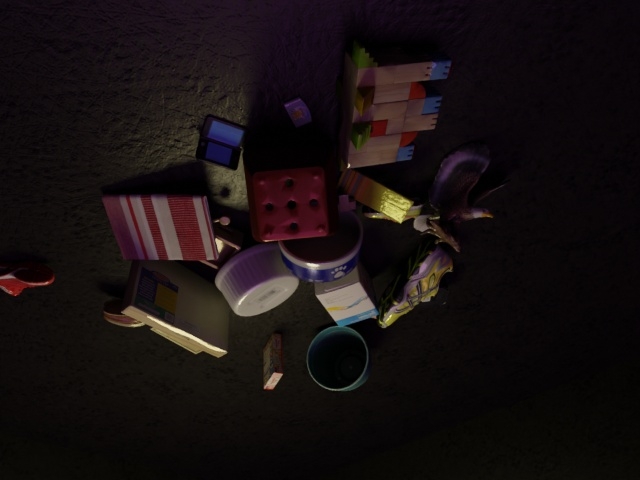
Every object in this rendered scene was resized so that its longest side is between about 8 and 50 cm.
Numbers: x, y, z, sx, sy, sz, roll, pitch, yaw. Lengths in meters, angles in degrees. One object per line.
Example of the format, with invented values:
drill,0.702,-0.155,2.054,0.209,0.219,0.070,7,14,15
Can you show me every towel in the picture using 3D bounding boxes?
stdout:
towel,0.166,-0.143,1.486,0.237,0.021,0.102,28,136,3
towel,-0.491,-0.043,1.494,0.329,0.037,0.237,1,123,8

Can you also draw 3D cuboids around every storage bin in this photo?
storage bin,0.408,0.202,1.916,0.180,0.084,0.122,-5,137,-1

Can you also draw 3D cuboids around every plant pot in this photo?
plant pot,-0.078,-0.120,1.318,0.267,0.236,0.267,-5,104,-2
plant pot,0.109,0.543,2.128,0.272,0.271,0.255,-18,150,11

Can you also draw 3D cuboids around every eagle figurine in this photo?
eagle figurine,0.447,-0.123,1.506,0.225,0.298,0.226,24,166,7

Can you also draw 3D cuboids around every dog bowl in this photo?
dog bowl,0.000,0.000,1.513,0.265,0.264,0.104,-5,139,-2

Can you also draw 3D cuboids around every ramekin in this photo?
ramekin,-0.208,0.141,1.651,0.277,0.135,0.277,-26,154,-14

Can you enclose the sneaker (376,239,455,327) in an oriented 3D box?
sneaker,0.346,0.187,1.772,0.147,0.145,0.384,30,111,-14

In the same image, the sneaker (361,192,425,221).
sneaker,0.239,-0.092,1.581,0.209,0.081,0.094,-4,139,-3

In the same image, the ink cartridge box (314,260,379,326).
ink cartridge box,0.094,0.173,1.779,0.168,0.171,0.232,-20,136,13

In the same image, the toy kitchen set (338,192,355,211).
toy kitchen set,0.063,-0.139,1.512,0.083,0.075,0.068,-9,137,-3

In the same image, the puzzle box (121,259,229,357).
puzzle box,-0.484,0.212,1.674,0.052,0.272,0.409,-32,131,23

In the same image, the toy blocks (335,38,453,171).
toy blocks,0.190,-0.346,1.255,0.261,0.190,0.381,-10,138,-14

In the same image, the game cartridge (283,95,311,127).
game cartridge,-0.058,-0.351,1.312,0.056,0.017,0.083,-22,135,11

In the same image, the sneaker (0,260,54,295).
sneaker,-1.025,0.136,1.674,0.221,0.087,0.128,10,144,-1

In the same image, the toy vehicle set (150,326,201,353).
toy vehicle set,-0.555,0.383,2.018,0.166,0.035,0.267,-26,134,20

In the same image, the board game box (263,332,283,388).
board game box,-0.210,0.528,2.104,0.045,0.193,0.146,11,135,-20

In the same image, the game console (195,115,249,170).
game console,-0.273,-0.267,1.336,0.122,0.107,0.071,15,161,-22

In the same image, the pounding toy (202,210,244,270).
pounding toy,-0.343,-0.028,1.570,0.181,0.094,0.206,28,121,-20

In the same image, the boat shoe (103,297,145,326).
boat shoe,-0.639,0.243,1.810,0.324,0.122,0.120,2,132,-21
